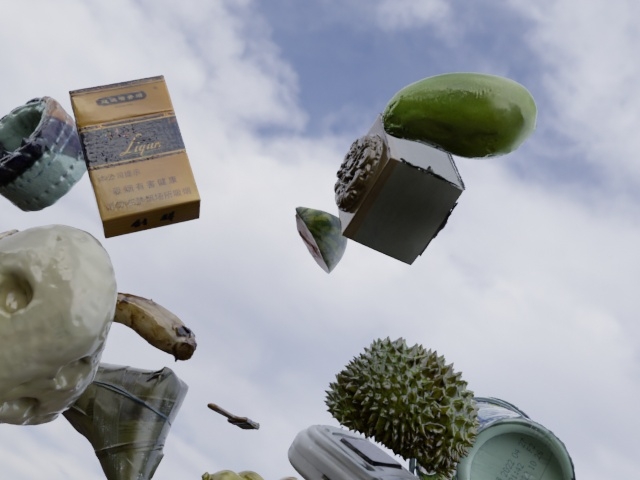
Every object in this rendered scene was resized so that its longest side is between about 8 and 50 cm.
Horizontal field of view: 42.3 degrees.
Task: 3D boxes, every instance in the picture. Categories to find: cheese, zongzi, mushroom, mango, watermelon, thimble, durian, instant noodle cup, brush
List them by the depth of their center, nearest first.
[{"bbox_3d":[0.148,-0.133,0.880,0.165,0.091,0.074,0,-10,3],"label":"mango"},{"bbox_3d":[-0.349,0.093,0.924,0.251,0.248,0.174,19,34,-56],"label":"cheese"},{"bbox_3d":[-0.337,0.080,1.146,0.301,0.208,0.233,-20,-70,3],"label":"mushroom"},{"bbox_3d":[0.138,0.252,1.265,0.237,0.200,0.177,41,-60,12],"label":"durian"},{"bbox_3d":[0.014,-0.003,1.350,0.087,0.069,0.163,52,-10,22],"label":"watermelon"},{"bbox_3d":[-0.387,0.347,1.450,0.250,0.274,0.125,2,-32,24],"label":"zongzi"},{"bbox_3d":[0.313,0.410,1.463,0.284,0.284,0.312,27,-11,5],"label":"instant noodle cup"},{"bbox_3d":[-0.165,0.327,1.536,0.043,0.014,0.170,-7,-28,22],"label":"brush"},{"bbox_3d":[-0.599,-0.178,1.722,0.237,0.237,0.150,2,-37,39],"label":"thimble"}]

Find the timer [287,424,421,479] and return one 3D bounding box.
[{"bbox_3d":[0.078,0.396,1.374,0.237,0.087,0.262,33,1,33],"label":"timer"}]

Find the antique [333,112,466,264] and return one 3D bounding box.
[{"bbox_3d":[0.104,-0.079,1.193,0.147,0.147,0.152,23,-62,-17],"label":"antique"}]

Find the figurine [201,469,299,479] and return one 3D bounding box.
[{"bbox_3d":[-0.116,0.580,1.752,0.326,0.169,0.218,7,-24,-10],"label":"figurine"}]

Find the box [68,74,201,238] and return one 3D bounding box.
[{"bbox_3d":[-0.288,-0.133,1.281,0.070,0.152,0.237,112,-38,-64],"label":"box"}]
